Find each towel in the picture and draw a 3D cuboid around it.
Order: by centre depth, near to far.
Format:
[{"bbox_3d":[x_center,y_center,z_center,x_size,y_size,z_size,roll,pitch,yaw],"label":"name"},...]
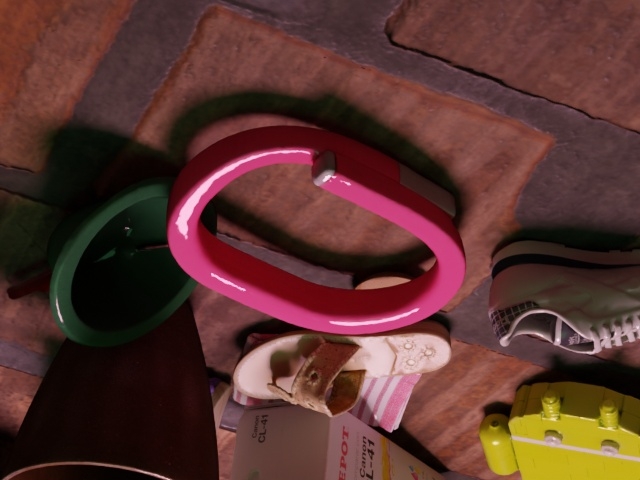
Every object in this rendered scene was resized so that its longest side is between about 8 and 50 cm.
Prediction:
[{"bbox_3d":[0.005,0.158,1.522,0.197,0.029,0.144,9,144,-5],"label":"towel"}]

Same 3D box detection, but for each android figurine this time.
[{"bbox_3d":[0.303,0.238,1.548,0.248,0.056,0.273,8,150,19],"label":"android figurine"}]

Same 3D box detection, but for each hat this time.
[{"bbox_3d":[-0.229,-0.012,1.310,0.208,0.183,0.173,-47,142,-5],"label":"hat"}]

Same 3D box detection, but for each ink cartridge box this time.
[{"bbox_3d":[0.027,0.340,1.580,0.131,0.226,0.306,-9,150,28],"label":"ink cartridge box"}]

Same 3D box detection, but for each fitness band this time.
[{"bbox_3d":[0.000,0.000,1.245,0.291,0.054,0.209,27,133,-32],"label":"fitness band"}]

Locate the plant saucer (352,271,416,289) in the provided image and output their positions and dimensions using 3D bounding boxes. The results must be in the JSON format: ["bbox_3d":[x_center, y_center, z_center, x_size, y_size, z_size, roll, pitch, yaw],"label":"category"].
[{"bbox_3d":[0.072,0.053,1.374,0.083,0.015,0.083,3,145,2],"label":"plant saucer"}]

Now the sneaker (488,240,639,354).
[{"bbox_3d":[0.275,0.064,1.297,0.235,0.095,0.090,2,144,2],"label":"sneaker"}]

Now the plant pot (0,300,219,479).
[{"bbox_3d":[-0.194,0.166,1.382,0.215,0.230,0.215,4,146,3],"label":"plant pot"}]

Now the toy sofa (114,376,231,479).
[{"bbox_3d":[-0.231,0.273,1.643,0.150,0.177,0.362,29,146,8],"label":"toy sofa"}]

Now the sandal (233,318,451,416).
[{"bbox_3d":[0.018,0.143,1.426,0.240,0.079,0.088,-12,126,11],"label":"sandal"}]
